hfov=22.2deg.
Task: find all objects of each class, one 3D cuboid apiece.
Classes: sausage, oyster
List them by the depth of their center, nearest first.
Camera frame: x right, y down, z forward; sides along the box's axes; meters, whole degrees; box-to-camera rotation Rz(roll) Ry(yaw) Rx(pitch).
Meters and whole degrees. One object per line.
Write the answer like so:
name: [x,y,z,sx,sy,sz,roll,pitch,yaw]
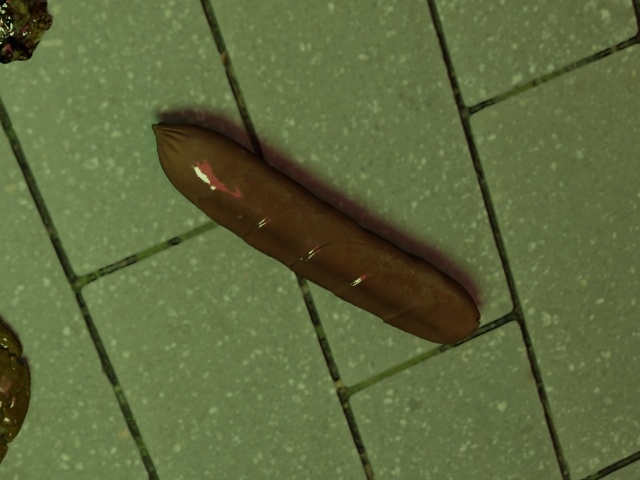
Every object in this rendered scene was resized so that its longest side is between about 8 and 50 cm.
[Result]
oyster: [-0.304,-0.223,1.504,0.086,0.029,0.132,-46,119,1]
sausage: [0.000,0.001,1.666,0.433,0.088,0.088,31,96,-27]

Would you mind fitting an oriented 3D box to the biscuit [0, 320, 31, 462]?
biscuit: [-0.392,0.154,1.605,0.225,0.042,0.226,-6,110,-17]
